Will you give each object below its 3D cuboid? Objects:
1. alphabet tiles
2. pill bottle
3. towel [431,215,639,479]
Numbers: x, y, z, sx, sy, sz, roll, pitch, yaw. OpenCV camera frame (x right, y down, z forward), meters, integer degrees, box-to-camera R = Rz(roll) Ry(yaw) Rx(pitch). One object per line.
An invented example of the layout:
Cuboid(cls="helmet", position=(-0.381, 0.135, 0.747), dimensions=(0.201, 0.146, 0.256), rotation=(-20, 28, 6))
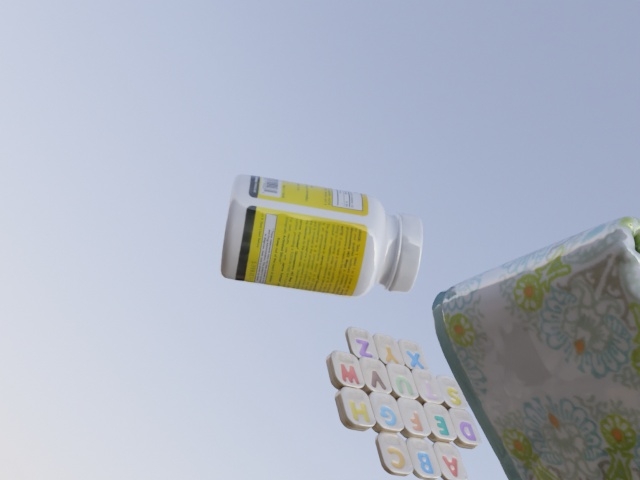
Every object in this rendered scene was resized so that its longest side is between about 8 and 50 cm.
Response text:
Cuboid(cls="alphabet tiles", position=(0.140, 0.263, 1.280), dimensions=(0.284, 0.278, 0.021), rotation=(17, -51, -30))
Cuboid(cls="pill bottle", position=(0.000, 0.000, 1.361), dimensions=(0.334, 0.187, 0.188), rotation=(9, -35, -6))
Cuboid(cls="towel", position=(0.314, 0.185, 0.886), dimensions=(0.320, 0.090, 0.374), rotation=(-32, -95, 53))
